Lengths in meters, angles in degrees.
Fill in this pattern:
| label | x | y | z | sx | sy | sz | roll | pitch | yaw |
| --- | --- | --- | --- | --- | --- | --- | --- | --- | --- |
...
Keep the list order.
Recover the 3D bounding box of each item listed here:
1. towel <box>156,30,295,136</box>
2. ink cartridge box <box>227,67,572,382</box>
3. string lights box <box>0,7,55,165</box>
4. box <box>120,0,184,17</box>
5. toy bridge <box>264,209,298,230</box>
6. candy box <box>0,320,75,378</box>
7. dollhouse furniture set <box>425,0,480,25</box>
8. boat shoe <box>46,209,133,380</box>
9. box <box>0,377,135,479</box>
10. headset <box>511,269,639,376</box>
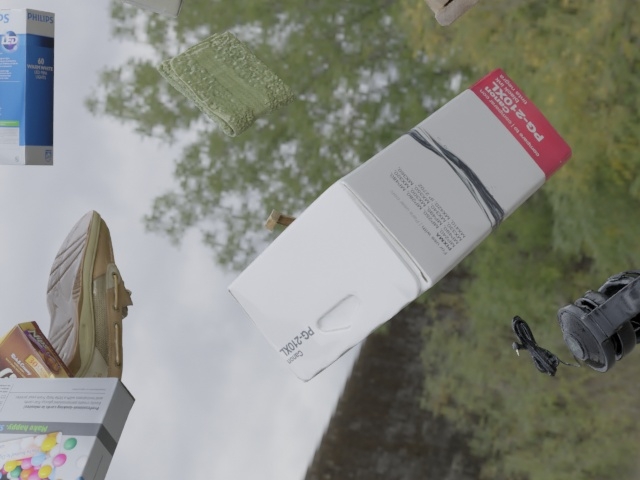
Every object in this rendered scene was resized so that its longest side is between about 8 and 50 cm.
| label | x | y | z | sx | sy | sz | roll | pitch | yaw |
| --- | --- | --- | --- | --- | --- | --- | --- | --- | --- |
| towel | -0.112 | -0.189 | 1.375 | 0.110 | 0.148 | 0.027 | -34 | -29 | -27 |
| ink cartridge box | 0.064 | -0.015 | 0.900 | 0.237 | 0.100 | 0.172 | -37 | -4 | -45 |
| string lights box | -0.525 | -0.258 | 1.956 | 0.077 | 0.133 | 0.259 | -6 | -81 | -61 |
| box | -0.294 | -0.466 | 1.872 | 0.311 | 0.148 | 0.121 | -117 | 44 | -66 |
| toy bridge | 0.000 | 0.000 | 1.905 | 0.026 | 0.188 | 0.063 | -61 | 4 | 25 |
| candy box | -0.452 | 0.212 | 1.640 | 0.187 | 0.109 | 0.053 | -40 | -10 | 13 |
| dollhouse furniture set | 0.208 | -0.443 | 1.134 | 0.394 | 0.256 | 0.362 | -34 | 9 | 38 |
| boat shoe | -0.365 | 0.101 | 1.845 | 0.121 | 0.110 | 0.341 | -38 | 39 | 34 |
| box | -0.246 | 0.196 | 0.929 | 0.038 | 0.145 | 0.186 | 64 | -148 | -44 |
| headset | 0.487 | 0.116 | 1.986 | 0.243 | 0.185 | 0.394 | -22 | -20 | -41 |
